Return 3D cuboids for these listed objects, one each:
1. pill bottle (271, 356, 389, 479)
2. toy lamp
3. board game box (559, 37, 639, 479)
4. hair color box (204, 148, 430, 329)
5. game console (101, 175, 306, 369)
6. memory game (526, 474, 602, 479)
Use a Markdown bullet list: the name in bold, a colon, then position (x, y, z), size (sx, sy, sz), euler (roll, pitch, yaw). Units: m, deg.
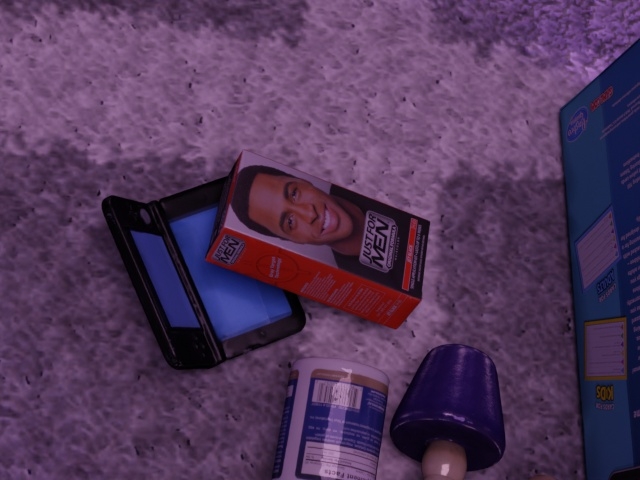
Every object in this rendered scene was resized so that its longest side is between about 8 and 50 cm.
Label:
- **pill bottle**: position (0.004, 0.141, 0.809), size (0.067, 0.067, 0.120), euler (12, 72, -7)
- **toy lamp**: position (0.066, 0.190, 0.778), size (0.080, 0.080, 0.274), euler (20, 54, -5)
- **board game box**: position (0.247, 0.029, 0.790), size (0.079, 0.254, 0.336), euler (3, 74, -13)
- **hair color box**: position (0.000, 0.000, 0.843), size (0.141, 0.043, 0.072), euler (20, 51, -12)
- **game console**: position (-0.075, 0.017, 0.831), size (0.071, 0.107, 0.122), euler (-27, 79, 12)
- **memory game**: position (0.139, 0.233, 0.768), size (0.012, 0.186, 0.186), euler (32, 65, -43)
